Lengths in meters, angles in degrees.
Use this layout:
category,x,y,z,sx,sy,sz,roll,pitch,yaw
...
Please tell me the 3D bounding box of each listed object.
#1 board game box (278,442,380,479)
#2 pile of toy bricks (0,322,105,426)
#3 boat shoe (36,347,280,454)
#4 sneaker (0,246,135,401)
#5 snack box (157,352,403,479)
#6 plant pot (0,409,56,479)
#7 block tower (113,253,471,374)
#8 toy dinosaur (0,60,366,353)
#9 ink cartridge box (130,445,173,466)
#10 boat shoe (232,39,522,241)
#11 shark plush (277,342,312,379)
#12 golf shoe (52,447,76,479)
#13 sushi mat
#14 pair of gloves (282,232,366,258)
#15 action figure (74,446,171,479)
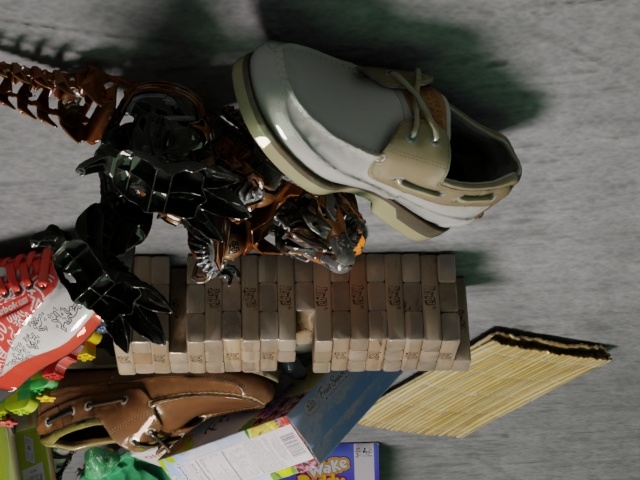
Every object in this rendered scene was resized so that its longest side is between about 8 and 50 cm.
category,x,y,z,sx,sy,sz,roll,pitch,yaw
board game box,-0.039,0.353,2.461,0.233,0.078,0.347,-1,157,1
pile of toy bricks,-0.309,0.136,1.913,0.212,0.105,0.118,-13,154,27
boat shoe,-0.167,0.170,1.925,0.307,0.104,0.111,-6,156,42
sneaker,-0.295,0.050,1.734,0.145,0.090,0.270,30,134,-25
snack box,-0.043,0.182,1.953,0.207,0.174,0.070,-26,102,42
plant pot,-0.402,0.279,2.047,0.207,0.227,0.228,-10,177,6
block tower,-0.025,0.070,1.788,0.335,0.091,0.097,0,157,-2
toy dinosaur,-0.122,-0.045,1.414,0.322,0.218,0.164,9,123,0
ink cartridge box,-0.134,0.230,2.190,0.109,0.063,0.150,-16,152,32
boat shoe,0.048,-0.087,1.421,0.103,0.113,0.302,-22,156,25
shark plush,-0.059,0.071,1.878,0.161,0.073,0.067,24,133,-5
golf shoe,-0.303,0.238,2.170,0.077,0.094,0.198,16,150,-32
sushi mat,0.171,0.164,2.102,0.151,0.019,0.316,10,155,-26
pair of gloves,0.000,0.000,1.727,0.083,0.010,0.074,-1,157,2
action figure,-0.248,0.279,2.259,0.137,0.063,0.232,-33,166,-7
